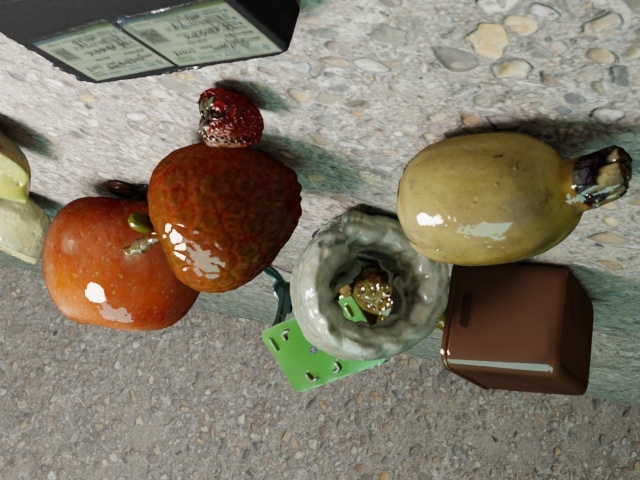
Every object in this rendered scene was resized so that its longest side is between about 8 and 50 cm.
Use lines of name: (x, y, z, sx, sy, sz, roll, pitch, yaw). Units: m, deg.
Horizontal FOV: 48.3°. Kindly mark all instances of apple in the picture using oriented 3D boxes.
apple: (-0.645, -0.172, 1.293, 0.265, 0.120, 0.193, 17, 153, -27)
apple: (-0.424, 0.048, 1.553, 0.349, 0.276, 0.348, 3, 180, 0)

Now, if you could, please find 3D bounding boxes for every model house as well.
model house: (0.024, 0.167, 1.945, 0.300, 0.340, 0.323, -27, -172, 28)

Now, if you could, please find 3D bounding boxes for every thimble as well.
thimble: (0.081, 0.087, 1.368, 0.292, 0.291, 0.195, 16, 166, -13)

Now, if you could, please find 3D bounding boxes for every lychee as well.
lychee: (-0.178, -0.039, 1.155, 0.300, 0.255, 0.255, -3, 164, 5)

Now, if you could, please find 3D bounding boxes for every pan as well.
pan: (-0.408, -0.107, 1.515, 0.115, 0.023, 0.068, 1, 162, 38)

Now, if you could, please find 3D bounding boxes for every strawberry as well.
strawberry: (-0.119, -0.161, 0.955, 0.083, 0.083, 0.096, -2, 168, 45)

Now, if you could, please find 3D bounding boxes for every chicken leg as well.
chicken leg: (0.244, 0.157, 1.699, 0.361, 0.140, 0.211, 23, -173, -6)

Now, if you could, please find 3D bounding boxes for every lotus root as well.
lotus root: (0.236, -0.056, 0.896, 0.310, 0.182, 0.183, -8, 156, 40)

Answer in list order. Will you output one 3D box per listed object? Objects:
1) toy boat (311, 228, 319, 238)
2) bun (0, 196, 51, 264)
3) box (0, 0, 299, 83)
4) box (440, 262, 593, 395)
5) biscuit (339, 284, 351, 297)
toy boat: (0.000, 0.000, 1.553, 0.038, 0.038, 0.083, 8, 166, 17)
bun: (-0.796, -0.052, 1.805, 0.259, 0.152, 0.259, 24, 165, 7)
box: (-0.210, -0.247, 0.745, 0.350, 0.058, 0.211, 2, 164, 36)
box: (0.433, 0.191, 1.522, 0.230, 0.239, 0.339, 1, 161, 31)
biscuit: (0.023, 0.073, 1.670, 0.144, 0.040, 0.236, 57, 179, 7)
